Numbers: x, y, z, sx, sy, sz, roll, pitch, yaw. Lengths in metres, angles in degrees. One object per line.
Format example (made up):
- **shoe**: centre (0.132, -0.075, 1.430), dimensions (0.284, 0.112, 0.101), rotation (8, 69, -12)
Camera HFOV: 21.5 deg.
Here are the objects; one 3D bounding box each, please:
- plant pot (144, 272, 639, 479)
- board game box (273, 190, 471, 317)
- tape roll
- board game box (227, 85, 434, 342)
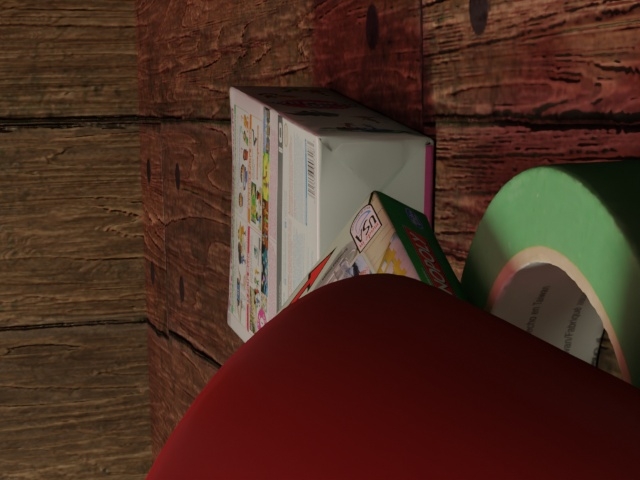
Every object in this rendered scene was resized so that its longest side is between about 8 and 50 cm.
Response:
- **plant pot**: centre (0.087, 0.168, 0.610), dimensions (0.243, 0.275, 0.275), rotation (16, 115, 31)
- **board game box**: centre (-0.017, 0.151, 0.978), dimensions (0.317, 0.046, 0.213), rotation (-53, 30, 19)
- **tape roll**: centre (0.151, 0.120, 0.865), dimensions (0.321, 0.077, 0.321), rotation (176, 90, -75)
- **board game box**: centre (0.000, 0.000, 1.381), dimensions (0.303, 0.097, 0.224), rotation (-143, 52, -69)
